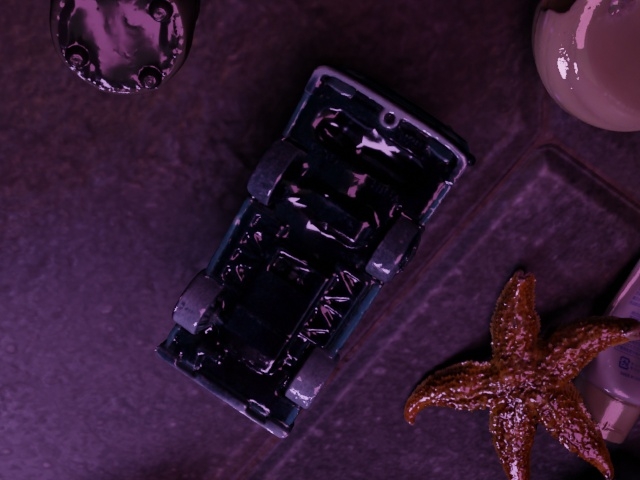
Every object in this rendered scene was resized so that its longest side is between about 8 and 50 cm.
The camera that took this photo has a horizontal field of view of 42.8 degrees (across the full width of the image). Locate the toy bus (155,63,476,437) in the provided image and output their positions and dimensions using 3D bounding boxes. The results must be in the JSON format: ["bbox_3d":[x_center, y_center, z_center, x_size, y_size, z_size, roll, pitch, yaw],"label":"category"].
[{"bbox_3d":[0.000,0.000,0.607,0.128,0.147,0.256,33,113,3],"label":"toy bus"}]

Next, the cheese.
[{"bbox_3d":[0.258,-0.128,0.632,0.137,0.064,0.227,-41,122,17],"label":"cheese"}]

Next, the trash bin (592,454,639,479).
[{"bbox_3d":[0.331,0.329,0.889,0.175,0.175,0.161,37,98,-29],"label":"trash bin"}]

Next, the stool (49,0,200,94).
[{"bbox_3d":[-0.122,-0.146,0.512,0.096,0.110,0.096,-4,126,-6],"label":"stool"}]

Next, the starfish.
[{"bbox_3d":[0.190,0.141,0.771,0.241,0.043,0.227,-19,95,22],"label":"starfish"}]

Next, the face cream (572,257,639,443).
[{"bbox_3d":[0.318,0.085,0.790,0.114,0.070,0.224,20,104,-24],"label":"face cream"}]
